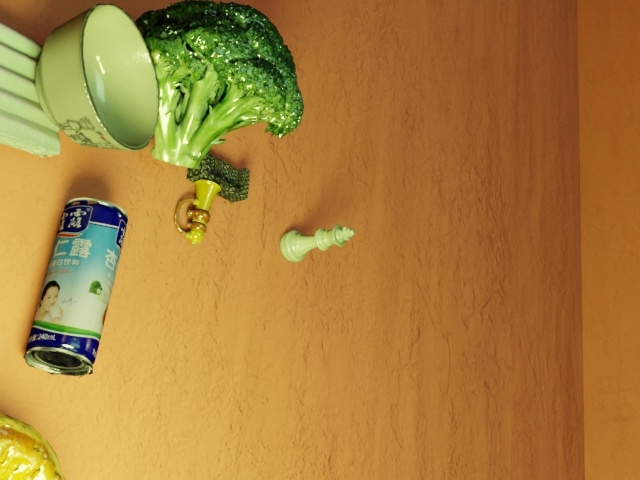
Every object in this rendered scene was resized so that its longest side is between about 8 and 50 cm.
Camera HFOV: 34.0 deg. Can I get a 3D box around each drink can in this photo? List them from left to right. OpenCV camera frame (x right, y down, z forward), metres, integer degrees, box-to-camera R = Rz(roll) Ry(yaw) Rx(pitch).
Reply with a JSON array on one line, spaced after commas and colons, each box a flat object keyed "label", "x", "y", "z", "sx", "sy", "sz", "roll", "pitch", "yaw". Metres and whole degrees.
[{"label": "drink can", "x": -0.334, "y": 0.064, "z": 1.443, "sx": 0.097, "sy": 0.097, "sz": 0.235, "roll": 38, "pitch": 50, "yaw": -42}]

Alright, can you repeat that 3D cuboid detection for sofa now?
[{"label": "sofa", "x": -0.172, "y": -0.112, "z": 1.778, "sx": 0.118, "sy": 0.039, "sz": 0.060, "roll": 29, "pitch": 56, "yaw": -47}]

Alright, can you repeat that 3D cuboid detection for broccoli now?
[{"label": "broccoli", "x": -0.171, "y": -0.247, "z": 1.665, "sx": 0.308, "sy": 0.308, "sz": 0.275, "roll": 12, "pitch": 103, "yaw": -52}]

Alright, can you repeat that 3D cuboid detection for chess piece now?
[{"label": "chess piece", "x": 0.000, "y": 0.000, "z": 1.885, "sx": 0.059, "sy": 0.149, "sz": 0.059, "roll": 19, "pitch": 66, "yaw": -49}]

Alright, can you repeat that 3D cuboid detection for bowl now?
[{"label": "bowl", "x": -0.324, "y": -0.220, "z": 1.475, "sx": 0.211, "sy": 0.112, "sz": 0.211, "roll": -10, "pitch": 90, "yaw": -72}]

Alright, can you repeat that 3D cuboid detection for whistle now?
[{"label": "whistle", "x": -0.202, "y": -0.049, "z": 1.715, "sx": 0.057, "sy": 0.046, "sz": 0.109, "roll": 53, "pitch": 45, "yaw": -52}]

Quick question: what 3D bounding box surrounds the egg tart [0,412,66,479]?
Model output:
[{"label": "egg tart", "x": -0.417, "y": 0.343, "z": 1.216, "sx": 0.290, "sy": 0.115, "sz": 0.290, "roll": 19, "pitch": 66, "yaw": -50}]

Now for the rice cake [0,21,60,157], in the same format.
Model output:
[{"label": "rice cake", "x": -0.424, "y": -0.211, "z": 1.424, "sx": 0.198, "sy": 0.037, "sz": 0.189, "roll": 35, "pitch": 49, "yaw": -60}]
